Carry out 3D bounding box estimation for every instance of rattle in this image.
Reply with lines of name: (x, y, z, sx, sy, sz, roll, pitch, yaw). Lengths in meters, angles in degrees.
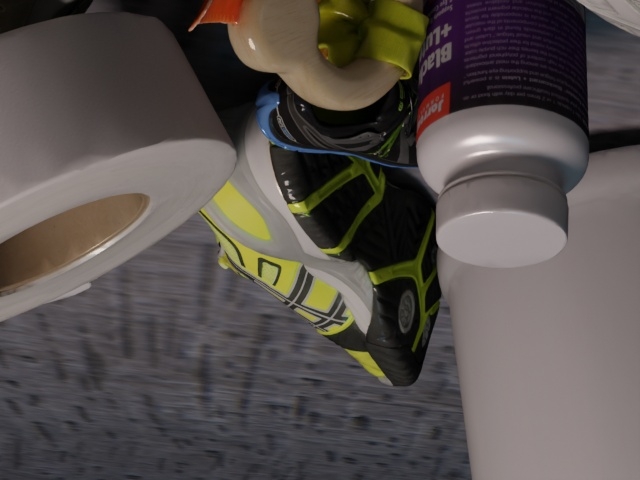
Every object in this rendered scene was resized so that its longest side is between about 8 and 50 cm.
rattle: (-0.038, -0.147, 0.777, 0.199, 0.130, 0.142, -14, -145, -41)

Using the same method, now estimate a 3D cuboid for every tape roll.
tape roll: (-0.203, -0.035, 0.869, 0.286, 0.100, 0.286, -28, 171, -5)

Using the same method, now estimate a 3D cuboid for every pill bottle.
pill bottle: (0.115, -0.086, 0.816, 0.108, 0.193, 0.108, 3, 154, 2)

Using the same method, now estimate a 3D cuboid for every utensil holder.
utensil holder: (0.277, 0.167, 1.055, 0.327, 0.385, 0.327, -3, 154, -2)

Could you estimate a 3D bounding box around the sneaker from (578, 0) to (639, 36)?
sneaker: (0.210, -0.149, 0.664, 0.305, 0.114, 0.152, 42, 175, 23)

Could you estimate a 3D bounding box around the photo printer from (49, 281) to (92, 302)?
photo printer: (-0.370, -0.033, 1.097, 0.256, 0.107, 0.307, -12, 150, 29)

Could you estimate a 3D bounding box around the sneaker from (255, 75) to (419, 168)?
sneaker: (0.048, -0.091, 0.919, 0.188, 0.067, 0.078, 1, 172, -29)

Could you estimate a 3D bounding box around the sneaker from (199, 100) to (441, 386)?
sneaker: (0.000, 0.000, 1.108, 0.147, 0.145, 0.385, 3, 147, 27)

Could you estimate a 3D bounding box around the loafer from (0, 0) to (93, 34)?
loafer: (-0.187, -0.176, 0.819, 0.087, 0.094, 0.251, 42, 137, -11)
